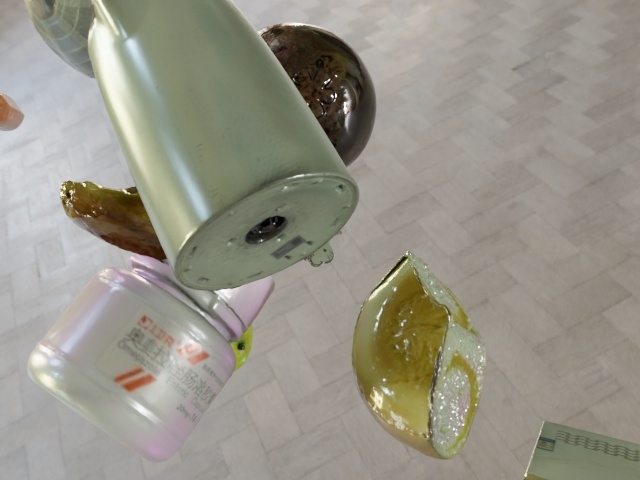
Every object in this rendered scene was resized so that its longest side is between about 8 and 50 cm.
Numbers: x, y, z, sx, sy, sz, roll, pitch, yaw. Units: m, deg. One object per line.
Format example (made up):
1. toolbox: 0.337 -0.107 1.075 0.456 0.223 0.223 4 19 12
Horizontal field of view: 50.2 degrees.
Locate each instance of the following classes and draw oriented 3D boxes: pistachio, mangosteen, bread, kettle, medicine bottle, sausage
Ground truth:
1. pistachio: -0.234 -0.025 0.834 0.089 0.173 0.049 -58 22 22
2. mangosteen: -0.037 -0.242 1.256 0.297 0.313 0.296 -1 85 15
3. bread: 0.127 0.151 0.925 0.156 0.158 0.260 1 68 36
4. kettle: -0.088 -0.095 0.624 0.165 0.240 0.255 -36 67 11
5. medicine bottle: -0.228 0.128 0.976 0.241 0.241 0.302 19 64 35
6. sausage: -0.563 -0.227 1.192 0.065 0.065 0.169 -29 11 -10

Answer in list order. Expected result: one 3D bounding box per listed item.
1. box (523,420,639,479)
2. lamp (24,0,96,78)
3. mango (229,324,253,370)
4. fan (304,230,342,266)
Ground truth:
1. box: 0.443 0.350 0.987 0.270 0.045 0.211 9 16 23
2. lamp: -0.236 -0.309 0.800 0.265 0.233 0.233 -33 27 43
3. mango: -0.244 0.138 1.270 0.293 0.143 0.175 31 89 31
4. fan: 0.000 0.000 0.762 0.083 0.004 0.056 -21 72 -50
